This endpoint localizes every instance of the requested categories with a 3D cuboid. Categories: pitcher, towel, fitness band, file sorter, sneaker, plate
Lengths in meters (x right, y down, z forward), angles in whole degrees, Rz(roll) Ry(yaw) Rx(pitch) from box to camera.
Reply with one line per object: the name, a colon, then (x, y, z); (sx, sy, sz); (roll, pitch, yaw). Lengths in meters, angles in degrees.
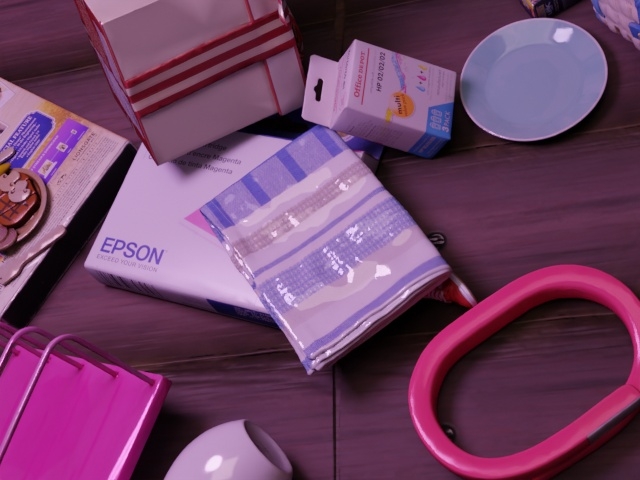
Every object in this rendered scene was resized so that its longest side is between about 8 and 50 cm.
pitcher: (-0.116, 0.320, 1.301); (0.207, 0.125, 0.177); (-44, 69, 6)
towel: (0.000, 0.000, 1.399); (0.209, 0.034, 0.285); (-35, 60, -3)
fitness band: (0.239, 0.151, 1.300); (0.291, 0.054, 0.209); (-34, 55, -1)
file sorter: (-0.368, 0.202, 1.364); (0.291, 0.182, 0.202); (5, 65, 40)
sneaker: (0.129, 0.059, 1.388); (0.067, 0.042, 0.118); (-42, 50, -10)
plate: (0.273, -0.203, 1.487); (0.188, 0.024, 0.188); (-8, 61, 15)

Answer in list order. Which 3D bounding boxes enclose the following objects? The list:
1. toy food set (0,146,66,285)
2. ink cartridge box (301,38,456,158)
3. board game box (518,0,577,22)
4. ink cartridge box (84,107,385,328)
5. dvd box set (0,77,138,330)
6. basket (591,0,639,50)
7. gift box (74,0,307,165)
toy food set: (-0.434, -0.045, 1.573); (0.132, 0.038, 0.192); (-39, 59, -3)
ink cartridge box: (0.075, -0.183, 1.468); (0.181, 0.061, 0.104); (15, 63, -15)
board game box: (0.307, -0.391, 1.560); (0.141, 0.048, 0.170); (-31, 58, 4)
ink cartridge box: (-0.105, -0.065, 1.523); (0.324, 0.071, 0.330); (11, 69, 24)
dvd box set: (-0.498, -0.084, 1.676); (0.420, 0.062, 0.307); (25, 74, 28)
basket: (0.465, -0.318, 1.374); (0.255, 0.201, 0.289); (-48, 49, -10)
gift box: (-0.151, -0.262, 1.504); (0.258, 0.255, 0.276); (-26, 44, -11)
